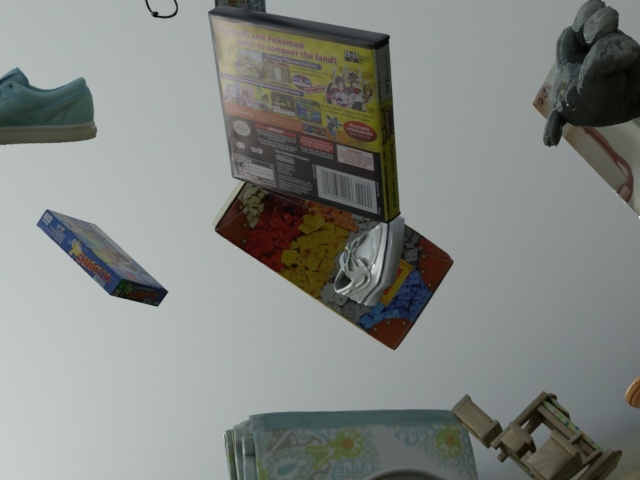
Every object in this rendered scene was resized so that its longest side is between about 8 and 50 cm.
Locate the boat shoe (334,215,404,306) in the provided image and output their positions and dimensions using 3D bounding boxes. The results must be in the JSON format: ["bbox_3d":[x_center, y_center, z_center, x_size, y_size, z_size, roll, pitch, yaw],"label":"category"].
[{"bbox_3d":[0.065,0.035,1.592,0.076,0.083,0.226,9,-32,-4],"label":"boat shoe"}]

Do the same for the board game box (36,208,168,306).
[{"bbox_3d":[-0.357,0.029,1.836,0.035,0.201,0.136,-55,-28,7],"label":"board game box"}]

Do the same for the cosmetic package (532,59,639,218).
[{"bbox_3d":[0.510,-0.186,1.846,0.153,0.296,0.129,-13,-37,-33],"label":"cosmetic package"}]

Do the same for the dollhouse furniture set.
[{"bbox_3d":[0.241,0.204,1.292,0.101,0.182,0.161,-43,-33,-8],"label":"dollhouse furniture set"}]

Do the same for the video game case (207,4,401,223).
[{"bbox_3d":[-0.021,-0.166,1.457,0.275,0.248,0.035,18,38,35],"label":"video game case"}]

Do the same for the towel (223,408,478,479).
[{"bbox_3d":[0.058,0.398,1.580,0.375,0.320,0.090,1,-26,-16],"label":"towel"}]

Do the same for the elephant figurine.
[{"bbox_3d":[0.434,-0.209,1.467,0.239,0.169,0.186,14,-34,-18],"label":"elephant figurine"}]

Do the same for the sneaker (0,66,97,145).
[{"bbox_3d":[-0.627,-0.264,2.191,0.366,0.150,0.135,-5,11,-18],"label":"sneaker"}]

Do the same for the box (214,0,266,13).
[{"bbox_3d":[-0.130,-0.376,1.843,0.027,0.094,0.137,2,11,24],"label":"box"}]

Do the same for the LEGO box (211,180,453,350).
[{"bbox_3d":[0.000,0.000,2.102,0.193,0.372,0.500,-56,6,-2],"label":"LEGO box"}]

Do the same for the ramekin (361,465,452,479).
[{"bbox_3d":[0.092,0.376,1.297,0.207,0.207,0.109,-12,-23,-26],"label":"ramekin"}]

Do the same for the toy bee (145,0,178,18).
[{"bbox_3d":[-0.315,-0.481,1.699,0.298,0.195,0.162,7,-27,-37],"label":"toy bee"}]

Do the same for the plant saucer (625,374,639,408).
[{"bbox_3d":[0.667,0.258,2.106,0.200,0.037,0.200,-22,-32,-15],"label":"plant saucer"}]
